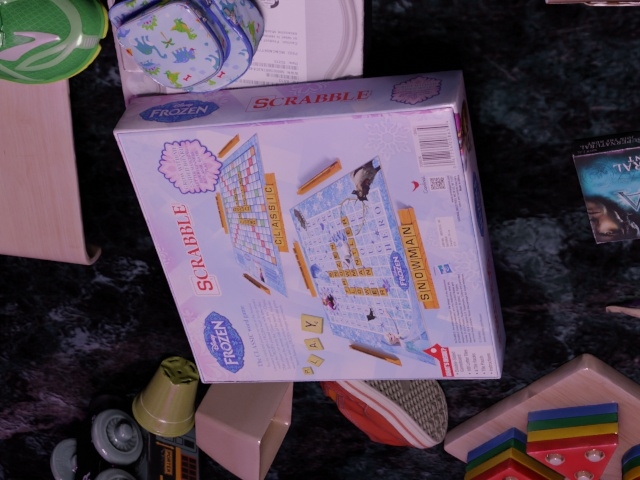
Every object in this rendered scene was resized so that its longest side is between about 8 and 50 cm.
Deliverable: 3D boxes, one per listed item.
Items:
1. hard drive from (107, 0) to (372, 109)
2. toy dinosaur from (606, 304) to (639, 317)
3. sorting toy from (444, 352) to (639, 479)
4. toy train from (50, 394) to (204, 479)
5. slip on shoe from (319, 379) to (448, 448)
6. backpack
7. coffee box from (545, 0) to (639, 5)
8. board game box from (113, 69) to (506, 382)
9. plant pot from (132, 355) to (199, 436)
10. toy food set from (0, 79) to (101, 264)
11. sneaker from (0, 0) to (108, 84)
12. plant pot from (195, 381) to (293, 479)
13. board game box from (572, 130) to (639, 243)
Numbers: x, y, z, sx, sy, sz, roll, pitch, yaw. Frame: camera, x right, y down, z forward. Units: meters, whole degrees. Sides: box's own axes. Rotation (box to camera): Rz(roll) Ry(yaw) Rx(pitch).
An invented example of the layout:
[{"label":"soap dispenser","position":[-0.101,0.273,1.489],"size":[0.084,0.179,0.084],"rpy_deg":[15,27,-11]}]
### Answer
[{"label":"hard drive","position":[-0.071,-0.182,1.151],"size":[0.237,0.064,0.339],"rpy_deg":[7,138,7]},{"label":"toy dinosaur","position":[0.426,0.052,1.291],"size":[0.268,0.064,0.118],"rpy_deg":[0,143,18]},{"label":"sorting toy","position":[0.326,0.282,1.538],"size":[0.257,0.089,0.255],"rpy_deg":[32,134,-20]},{"label":"toy train","position":[-0.237,0.357,1.590],"size":[0.190,0.334,0.142],"rpy_deg":[25,132,-34]},{"label":"slip on shoe","position":[0.033,0.140,1.440],"size":[0.101,0.123,0.331],"rpy_deg":[-13,137,30]},{"label":"backpack","position":[-0.111,-0.177,1.055],"size":[0.105,0.084,0.114],"rpy_deg":[-19,132,33]},{"label":"coffee box","position":[0.209,-0.308,0.890],"size":[0.098,0.141,0.246],"rpy_deg":[1,138,11]},{"label":"board game box","position":[0.000,0.000,1.200],"size":[0.318,0.066,0.319],"rpy_deg":[-2,126,16]},{"label":"plant pot","position":[-0.187,0.190,1.577],"size":[0.083,0.083,0.079],"rpy_deg":[19,124,-8]},{"label":"toy food set","position":[-0.344,-0.109,1.288],"size":[0.219,0.092,0.306],"rpy_deg":[7,129,6]},{"label":"sneaker","position":[-0.336,-0.209,1.110],"size":[0.295,0.123,0.109],"rpy_deg":[16,100,2]},{"label":"plant pot","position":[-0.099,0.226,1.573],"size":[0.096,0.109,0.109],"rpy_deg":[18,139,11]},{"label":"board game box","position":[0.349,-0.057,1.213],"size":[0.186,0.026,0.126],"rpy_deg":[-7,134,20]}]
